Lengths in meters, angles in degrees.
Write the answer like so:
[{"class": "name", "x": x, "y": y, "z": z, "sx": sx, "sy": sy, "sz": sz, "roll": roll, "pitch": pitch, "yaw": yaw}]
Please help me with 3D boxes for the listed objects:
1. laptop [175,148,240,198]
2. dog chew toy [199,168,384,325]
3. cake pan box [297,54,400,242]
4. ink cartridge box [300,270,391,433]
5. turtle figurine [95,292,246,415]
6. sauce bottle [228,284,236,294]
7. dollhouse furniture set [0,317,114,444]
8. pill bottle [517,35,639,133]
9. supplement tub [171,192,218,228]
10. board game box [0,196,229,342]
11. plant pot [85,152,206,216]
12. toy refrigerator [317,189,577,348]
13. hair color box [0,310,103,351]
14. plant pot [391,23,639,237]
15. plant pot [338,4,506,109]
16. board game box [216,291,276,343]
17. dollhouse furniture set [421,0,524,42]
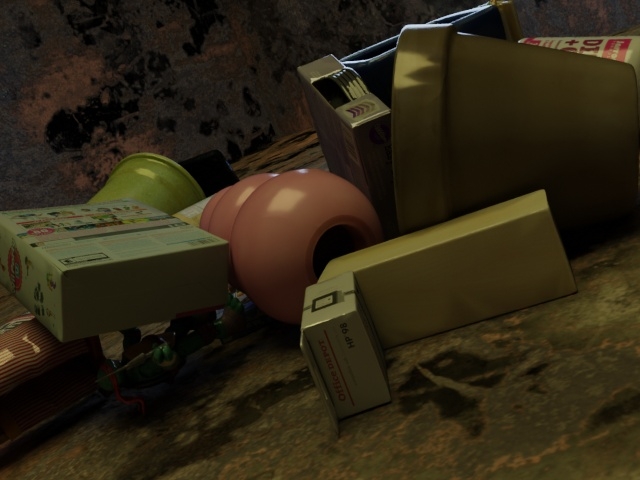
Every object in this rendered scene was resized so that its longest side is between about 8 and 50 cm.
[{"class": "laptop", "x": -0.226, "y": -0.101, "z": 1.951, "sx": 0.234, "sy": 0.264, "sz": 0.136, "roll": -15, "pitch": 29, "yaw": 32}, {"class": "dog chew toy", "x": -0.062, "y": -0.003, "z": 1.196, "sx": 0.206, "sy": 0.207, "sz": 0.332, "roll": -29, "pitch": 23, "yaw": -27}, {"class": "cake pan box", "x": 0.059, "y": -0.123, "z": 1.280, "sx": 0.070, "sy": 0.267, "sz": 0.246, "roll": -25, "pitch": 34, "yaw": -8}, {"class": "ink cartridge box", "x": 0.026, "y": 0.110, "z": 0.882, "sx": 0.060, "sy": 0.104, "sz": 0.180, "roll": -20, "pitch": 13, "yaw": 6}, {"class": "turtle figurine", "x": -0.222, "y": 0.136, "z": 1.141, "sx": 0.234, "sy": 0.118, "sz": 0.175, "roll": -25, "pitch": 39, "yaw": -38}, {"class": "sauce bottle", "x": -0.172, "y": 0.089, "z": 1.474, "sx": 0.042, "sy": 0.042, "sz": 0.128, "roll": -14, "pitch": 12, "yaw": 35}, {"class": "dollhouse furniture set", "x": -0.490, "y": 0.136, "z": 1.238, "sx": 0.201, "sy": 0.152, "sz": 0.374, "roll": -32, "pitch": 42, "yaw": -33}, {"class": "pill bottle", "x": 0.464, "y": -0.257, "z": 1.423, "sx": 0.283, "sy": 0.160, "sz": 0.160, "roll": 7, "pitch": 27, "yaw": 32}, {"class": "supplement tub", "x": -0.219, "y": -0.012, "z": 1.743, "sx": 0.199, "sy": 0.144, "sz": 0.144, "roll": -30, "pitch": 14, "yaw": -32}, {"class": "board game box", "x": -0.294, "y": 0.025, "z": 1.155, "sx": 0.224, "sy": 0.097, "sz": 0.303, "roll": -9, "pitch": 20, "yaw": -35}, {"class": "plant pot", "x": -0.411, "y": -0.013, "z": 1.824, "sx": 0.276, "sy": 0.276, "sz": 0.254, "roll": -15, "pitch": 19, "yaw": 32}, {"class": "toy refrigerator", "x": 0.143, "y": 0.038, "z": 0.986, "sx": 0.269, "sy": 0.102, "sz": 0.094, "roll": -19, "pitch": 12, "yaw": 17}, {"class": "hair color box", "x": -0.554, "y": 0.227, "z": 1.409, "sx": 0.174, "sy": 0.105, "sz": 0.347, "roll": -10, "pitch": 18, "yaw": 46}, {"class": "plant pot", "x": 0.254, "y": -0.120, "z": 1.105, "sx": 0.280, "sy": 0.323, "sz": 0.323, "roll": 0, "pitch": 18, "yaw": 15}, {"class": "plant pot", "x": 0.175, "y": -0.233, "z": 1.396, "sx": 0.236, "sy": 0.212, "sz": 0.236, "roll": -26, "pitch": 16, "yaw": -11}, {"class": "board game box", "x": -0.066, "y": 0.085, "z": 1.312, "sx": 0.201, "sy": 0.035, "sz": 0.136, "roll": -23, "pitch": 12, "yaw": -2}, {"class": "dollhouse furniture set", "x": 0.317, "y": -0.295, "z": 1.628, "sx": 0.197, "sy": 0.301, "sz": 0.151, "roll": -19, "pitch": 10, "yaw": 4}]
